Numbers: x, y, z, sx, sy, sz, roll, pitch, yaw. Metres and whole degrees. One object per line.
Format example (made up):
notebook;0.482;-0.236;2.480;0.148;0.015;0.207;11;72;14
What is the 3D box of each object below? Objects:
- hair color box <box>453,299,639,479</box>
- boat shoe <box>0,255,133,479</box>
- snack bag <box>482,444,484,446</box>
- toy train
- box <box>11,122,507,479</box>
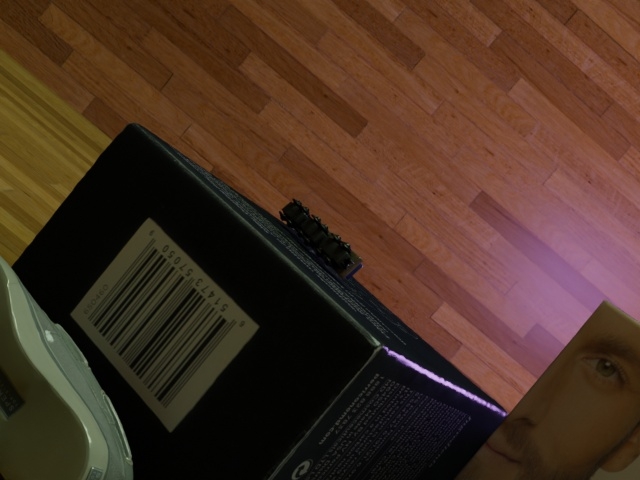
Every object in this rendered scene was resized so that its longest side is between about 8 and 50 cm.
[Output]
hair color box;0.187;0.233;0.664;0.110;0.339;0.185;38;3;-33
boat shoe;-0.200;0.092;0.596;0.227;0.079;0.081;47;-3;31
snack bag;0.307;0.331;0.851;0.323;0.037;0.343;-17;-73;57
toy train;0.000;0.000;0.799;0.036;0.027;0.158;51;-3;-27
box;-0.043;0.117;0.803;0.293;0.212;0.395;41;3;30
